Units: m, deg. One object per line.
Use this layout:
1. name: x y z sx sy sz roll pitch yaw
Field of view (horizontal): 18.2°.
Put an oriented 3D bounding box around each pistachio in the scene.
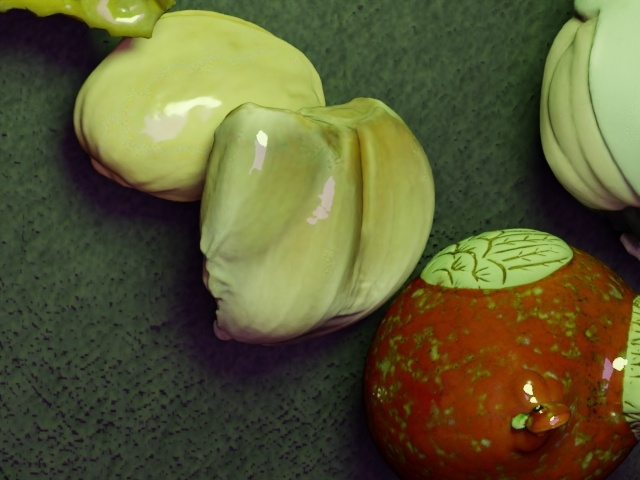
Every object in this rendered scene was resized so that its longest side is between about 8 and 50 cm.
1. pistachio: -0.095 -0.108 1.573 0.200 0.117 0.145 -17 110 -13

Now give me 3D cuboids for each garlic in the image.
1. garlic: 0.000 0.000 1.570 0.217 0.110 0.228 -11 130 -40

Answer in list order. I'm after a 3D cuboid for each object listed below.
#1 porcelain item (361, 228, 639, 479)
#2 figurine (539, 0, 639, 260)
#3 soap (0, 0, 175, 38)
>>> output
1. porcelain item: 0.163 0.117 1.585 0.252 0.253 0.253 -1 93 -13
2. figurine: 0.317 -0.169 1.621 0.253 0.211 0.361 32 84 -13
3. soap: -0.327 -0.225 1.492 0.304 0.169 0.339 -34 120 12
